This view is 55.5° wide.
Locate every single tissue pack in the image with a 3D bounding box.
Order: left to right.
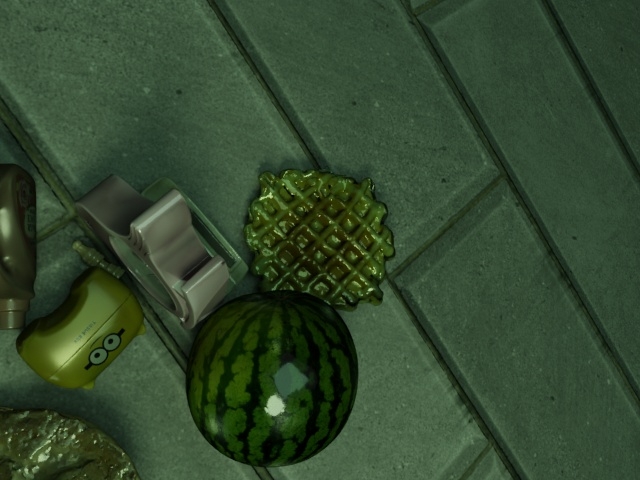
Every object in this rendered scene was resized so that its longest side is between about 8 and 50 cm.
[{"bbox_3d":[-0.361,0.138,0.938,0.178,0.123,0.127,-48,114,-17],"label":"tissue pack"}]

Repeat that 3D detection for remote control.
[{"bbox_3d":[-0.228,-0.004,1.072,0.230,0.049,0.090,51,44,-11],"label":"remote control"}]

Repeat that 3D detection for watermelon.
[{"bbox_3d":[-0.078,0.220,0.993,0.285,0.285,0.285,5,80,-27],"label":"watermelon"}]

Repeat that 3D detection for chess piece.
[{"bbox_3d":[-0.370,0.033,1.005,0.092,0.035,0.035,42,65,-13],"label":"chess piece"}]

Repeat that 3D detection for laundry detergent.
[{"bbox_3d":[-0.462,0.009,0.881,0.076,0.171,0.237,-2,82,-12],"label":"laundry detergent"}]

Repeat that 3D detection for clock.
[{"bbox_3d":[-0.256,-0.003,0.916,0.275,0.290,0.080,45,65,3],"label":"clock"}]

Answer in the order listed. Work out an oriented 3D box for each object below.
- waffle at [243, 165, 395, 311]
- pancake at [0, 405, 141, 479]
[{"bbox_3d":[0.000,0.000,1.187,0.317,0.073,0.298,1,76,-21],"label":"waffle"},{"bbox_3d":[-0.419,0.421,0.826,0.386,0.082,0.387,3,62,-5],"label":"pancake"}]
